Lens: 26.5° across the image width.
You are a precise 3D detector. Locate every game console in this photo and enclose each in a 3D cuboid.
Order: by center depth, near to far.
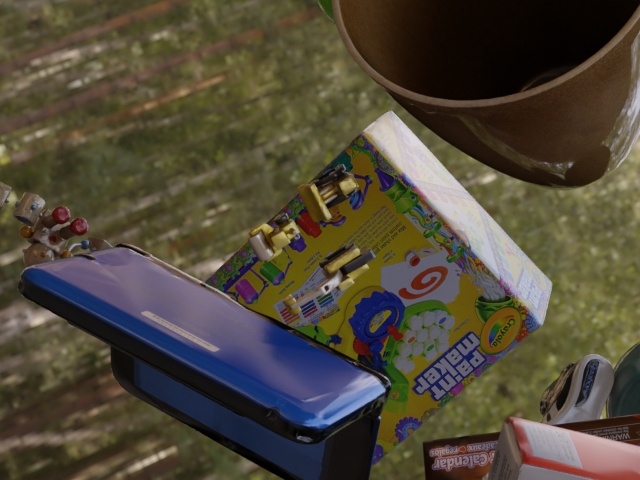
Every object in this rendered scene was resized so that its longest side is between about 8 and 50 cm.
[{"bbox_3d":[-0.104,0.139,1.184,0.293,0.250,0.173,25,-74,19],"label":"game console"}]

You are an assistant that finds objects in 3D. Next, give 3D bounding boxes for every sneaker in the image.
[{"bbox_3d":[0.347,0.273,1.958,0.079,0.217,0.121,34,-26,-2],"label":"sneaker"}]

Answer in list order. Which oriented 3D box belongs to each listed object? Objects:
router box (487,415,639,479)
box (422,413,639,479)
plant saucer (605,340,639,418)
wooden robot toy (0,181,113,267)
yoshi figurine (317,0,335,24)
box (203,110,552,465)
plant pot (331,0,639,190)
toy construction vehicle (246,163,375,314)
[{"bbox_3d":[0.220,0.309,0.844,0.082,0.301,0.336,-85,-171,-78],"label":"router box"},{"bbox_3d":[0.244,0.263,1.214,0.057,0.293,0.201,59,25,-59],"label":"box"},{"bbox_3d":[0.537,0.278,1.910,0.317,0.043,0.318,20,-57,33],"label":"plant saucer"},{"bbox_3d":[-0.325,0.000,1.584,0.173,0.079,0.076,33,-23,-22],"label":"wooden robot toy"},{"bbox_3d":[0.010,-0.366,1.444,0.362,0.203,0.203,53,-31,-6],"label":"yoshi figurine"},{"bbox_3d":[0.056,0.062,1.524,0.279,0.290,0.177,48,19,-1],"label":"box"},{"bbox_3d":[0.163,-0.143,1.030,0.237,0.237,0.254,53,2,34],"label":"plant pot"},{"bbox_3d":[0.000,0.000,1.046,0.086,0.098,0.035,65,-19,-15],"label":"toy construction vehicle"}]
